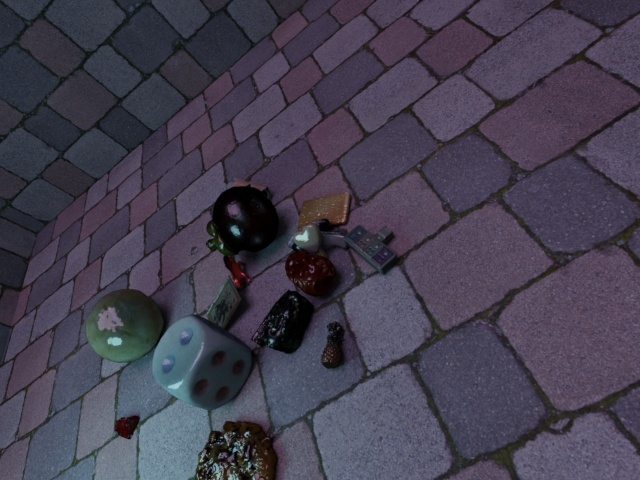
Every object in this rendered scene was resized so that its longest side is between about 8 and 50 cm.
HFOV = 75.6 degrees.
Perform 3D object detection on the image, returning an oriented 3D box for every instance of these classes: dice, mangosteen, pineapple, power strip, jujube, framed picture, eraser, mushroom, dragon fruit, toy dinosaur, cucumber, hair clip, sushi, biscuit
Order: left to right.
[{"bbox_3d":[-0.861,0.799,1.792,0.131,0.063,0.097,-5,58,34],"label":"dragon fruit"},{"bbox_3d":[-0.929,0.403,1.965,0.352,0.260,0.352,6,63,-11],"label":"mushroom"},{"bbox_3d":[-0.446,0.455,1.569,0.265,0.268,0.262,20,75,44],"label":"dice"},{"bbox_3d":[-0.422,0.289,1.795,0.231,0.010,0.173,-59,43,16],"label":"framed picture"},{"bbox_3d":[-0.405,0.101,1.869,0.070,0.139,0.286,-37,45,10],"label":"toy dinosaur"},{"bbox_3d":[-0.296,0.758,1.389,0.334,0.081,0.289,-2,62,34],"label":"biscuit"},{"bbox_3d":[-0.343,-0.086,1.826,0.330,0.330,0.330,-19,52,26],"label":"mangosteen"},{"bbox_3d":[-0.391,-0.219,2.111,0.291,0.087,0.171,20,73,42],"label":"eraser"},{"bbox_3d":[-0.203,0.328,1.627,0.058,0.058,0.187,30,83,45],"label":"cucumber"},{"bbox_3d":[-0.126,0.299,1.536,0.124,0.127,0.225,13,71,41],"label":"sushi"},{"bbox_3d":[-0.045,0.121,1.581,0.230,0.155,0.155,21,75,45],"label":"jujube"},{"bbox_3d":[0.000,0.003,1.635,0.219,0.159,0.071,2,24,7],"label":"hair clip"},{"bbox_3d":[0.014,-0.122,1.781,0.250,0.030,0.160,-9,58,32],"label":"biscuit"},{"bbox_3d":[0.043,0.354,1.417,0.074,0.074,0.159,-16,45,28],"label":"pineapple"},{"bbox_3d":[0.205,0.014,1.526,0.145,0.061,0.216,-40,52,-8],"label":"power strip"}]

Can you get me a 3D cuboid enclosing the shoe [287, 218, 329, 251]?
[{"bbox_3d":[-0.039,-0.013,1.710,0.207,0.091,0.106,-42,84,16],"label":"shoe"}]
